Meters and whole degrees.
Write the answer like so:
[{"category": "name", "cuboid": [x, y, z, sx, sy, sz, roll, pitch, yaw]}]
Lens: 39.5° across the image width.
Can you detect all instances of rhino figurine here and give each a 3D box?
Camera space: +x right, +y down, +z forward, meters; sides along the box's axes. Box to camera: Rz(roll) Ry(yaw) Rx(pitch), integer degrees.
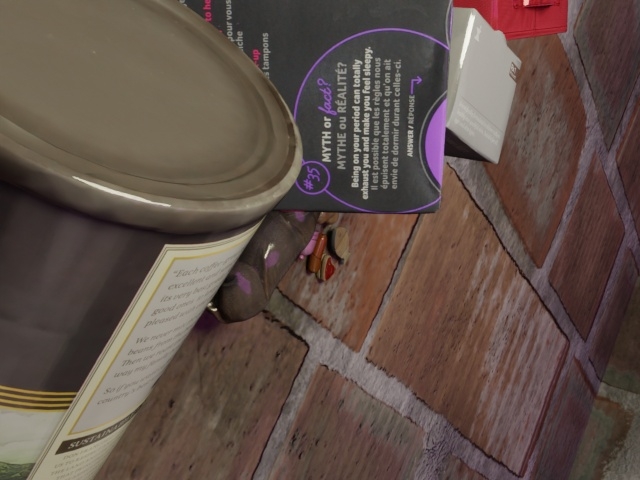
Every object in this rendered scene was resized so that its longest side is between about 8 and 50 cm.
[{"category": "rhino figurine", "cuboid": [-0.044, -0.021, 0.847, 0.243, 0.073, 0.106, -51, 137, -34]}]

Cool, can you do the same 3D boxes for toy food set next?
[{"category": "toy food set", "cuboid": [0.000, 0.000, 0.975, 0.078, 0.019, 0.122, -53, 149, -30]}]

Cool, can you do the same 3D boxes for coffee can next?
[{"category": "coffee can", "cuboid": [-0.162, 0.015, 0.456, 0.201, 0.201, 0.275, -15, 146, -54]}]

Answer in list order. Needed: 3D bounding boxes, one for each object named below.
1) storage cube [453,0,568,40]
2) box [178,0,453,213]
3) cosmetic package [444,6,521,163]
[{"category": "storage cube", "cuboid": [0.129, -0.297, 0.873, 0.183, 0.215, 0.193, -22, 114, -51]}, {"category": "box", "cuboid": [-0.055, -0.117, 0.582, 0.143, 0.270, 0.165, -83, 174, -68]}, {"category": "cosmetic package", "cuboid": [0.037, -0.139, 0.766, 0.127, 0.238, 0.107, 18, 88, -57]}]
